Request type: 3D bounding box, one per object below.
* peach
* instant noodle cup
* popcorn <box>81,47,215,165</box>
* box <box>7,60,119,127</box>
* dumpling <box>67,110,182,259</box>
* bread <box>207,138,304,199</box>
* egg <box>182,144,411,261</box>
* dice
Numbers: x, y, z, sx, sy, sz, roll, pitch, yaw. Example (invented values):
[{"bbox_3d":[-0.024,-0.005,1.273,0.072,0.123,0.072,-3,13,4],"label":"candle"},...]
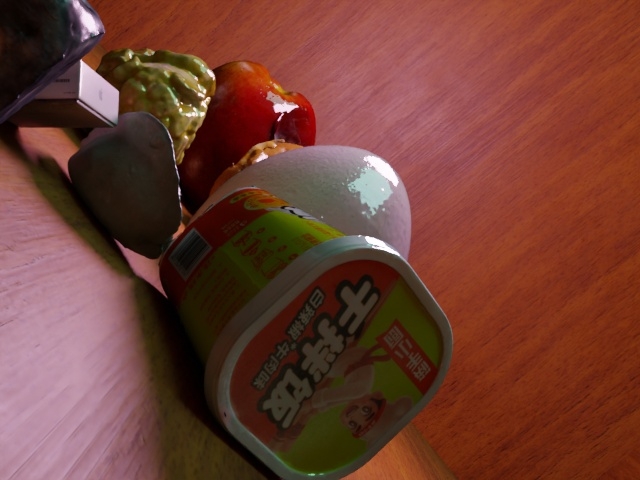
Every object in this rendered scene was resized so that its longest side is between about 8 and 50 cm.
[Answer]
[{"bbox_3d":[-0.179,-0.246,2.076,0.310,0.405,0.335,13,-12,39],"label":"peach"},{"bbox_3d":[-0.044,0.086,1.022,0.294,0.294,0.308,51,-6,-35],"label":"instant noodle cup"},{"bbox_3d":[-0.306,-0.236,1.473,0.212,0.259,0.259,22,11,-19],"label":"popcorn"},{"bbox_3d":[-0.325,-0.171,1.001,0.129,0.130,0.051,45,47,-83],"label":"box"},{"bbox_3d":[-0.238,-0.085,1.084,0.216,0.149,0.105,47,3,24],"label":"dumpling"},{"bbox_3d":[-0.098,-0.031,1.868,0.358,0.337,0.204,52,-23,-16],"label":"bread"},{"bbox_3d":[0.000,0.000,1.404,0.354,0.340,0.354,48,7,-8],"label":"egg"},{"bbox_3d":[-0.323,-0.210,0.783,0.183,0.181,0.182,50,-1,-14],"label":"dice"}]
